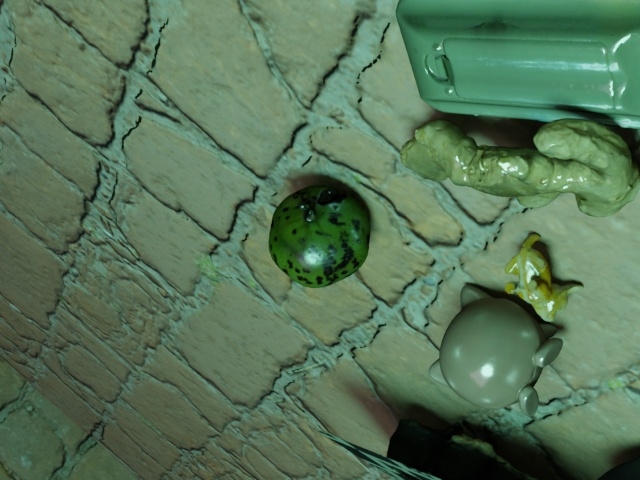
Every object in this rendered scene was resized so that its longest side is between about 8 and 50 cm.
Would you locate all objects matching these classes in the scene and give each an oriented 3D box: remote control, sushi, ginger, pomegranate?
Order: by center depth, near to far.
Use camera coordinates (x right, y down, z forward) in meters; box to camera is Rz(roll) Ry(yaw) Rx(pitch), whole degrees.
[{"bbox_3d":[0.210,-0.143,0.712,0.335,0.065,0.128,11,136,39],"label":"remote control"},{"bbox_3d":[0.176,-0.062,0.828,0.149,0.065,0.259,27,168,-29],"label":"ginger"},{"bbox_3d":[0.000,0.000,1.082,0.122,0.122,0.161,34,172,11],"label":"pomegranate"},{"bbox_3d":[0.216,0.308,1.234,0.373,0.100,0.296,10,157,46],"label":"sushi"}]

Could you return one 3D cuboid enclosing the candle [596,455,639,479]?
[{"bbox_3d":[0.439,0.406,1.002,0.342,0.221,0.221,48,148,-14],"label":"candle"}]

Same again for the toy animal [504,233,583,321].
[{"bbox_3d":[0.230,0.041,0.947,0.083,0.081,0.060,19,158,-41],"label":"toy animal"}]

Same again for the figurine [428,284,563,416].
[{"bbox_3d":[0.193,0.125,1.021,0.138,0.125,0.125,25,147,43],"label":"figurine"}]
